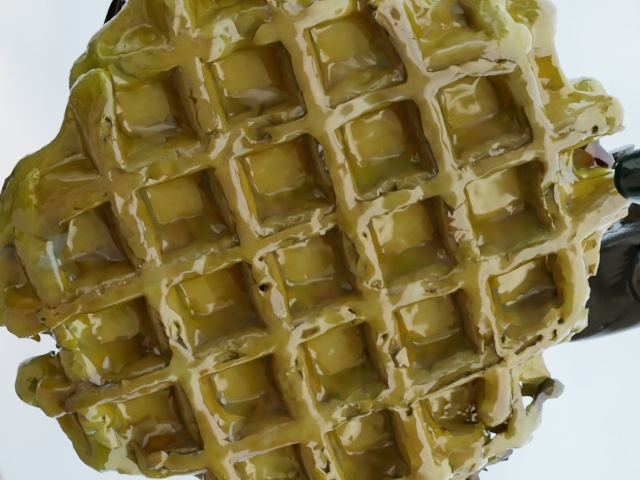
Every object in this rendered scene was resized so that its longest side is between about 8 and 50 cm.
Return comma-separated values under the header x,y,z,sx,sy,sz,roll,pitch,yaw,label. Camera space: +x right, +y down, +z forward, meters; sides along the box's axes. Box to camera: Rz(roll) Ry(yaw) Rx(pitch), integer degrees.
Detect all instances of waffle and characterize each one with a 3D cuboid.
x,y,z,sx,sy,sz,roll,pitch,yaw,label
0.000,0.000,1.131,0.095,0.380,0.382,-121,-127,-71,waffle

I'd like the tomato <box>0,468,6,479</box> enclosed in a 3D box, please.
x,y,z,sx,sy,sz,roll,pitch,yaw,label
-0.397,0.264,1.576,0.227,0.270,0.270,-20,-98,27,tomato

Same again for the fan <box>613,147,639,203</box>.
x,y,z,sx,sy,sz,roll,pitch,yaw,label
0.229,-0.046,0.985,0.155,0.082,0.039,-10,-102,31,fan

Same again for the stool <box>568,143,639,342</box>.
x,y,z,sx,sy,sz,roll,pitch,yaw,label
0.257,0.000,1.534,0.228,0.153,0.139,-12,-79,50,stool
